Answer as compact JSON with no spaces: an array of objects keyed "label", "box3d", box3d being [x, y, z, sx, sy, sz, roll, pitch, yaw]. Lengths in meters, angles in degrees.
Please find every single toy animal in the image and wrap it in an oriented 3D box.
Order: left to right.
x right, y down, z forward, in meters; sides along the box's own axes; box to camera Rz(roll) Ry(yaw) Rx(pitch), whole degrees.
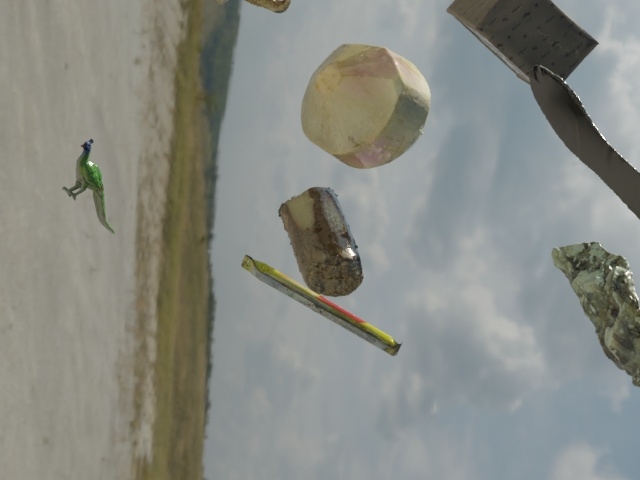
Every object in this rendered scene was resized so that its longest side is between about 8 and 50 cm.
[{"label":"toy animal","box3d":[-0.435,-0.085,1.692,0.041,0.075,0.217,33,-40,39]}]

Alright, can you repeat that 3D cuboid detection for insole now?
[{"label":"insole","box3d":[0.419,-0.148,1.395,0.348,0.009,0.119,59,-12,35]}]

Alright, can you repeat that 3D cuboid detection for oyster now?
[{"label":"oyster","box3d":[0.464,0.109,1.431,0.199,0.087,0.252,114,-39,-79]}]

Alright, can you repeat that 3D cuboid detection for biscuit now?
[{"label":"biscuit","box3d":[0.000,0.106,1.453,0.026,0.292,0.048,-59,179,-33]}]

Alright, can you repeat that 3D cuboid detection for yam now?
[{"label":"yam","box3d":[0.001,0.001,1.897,0.129,0.128,0.238,-58,-144,37]}]

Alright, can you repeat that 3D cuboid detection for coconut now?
[{"label":"coconut","box3d":[0.078,-0.241,1.636,0.197,0.236,0.237,57,-32,32]}]

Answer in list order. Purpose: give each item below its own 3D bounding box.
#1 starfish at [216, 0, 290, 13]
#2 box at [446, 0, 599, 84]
[{"label":"starfish","box3d":[-0.159,-0.485,1.666,0.071,0.238,0.216,-49,166,-23]},{"label":"box","box3d":[0.508,-0.541,2.300,0.190,0.297,0.225,-50,-154,13]}]
